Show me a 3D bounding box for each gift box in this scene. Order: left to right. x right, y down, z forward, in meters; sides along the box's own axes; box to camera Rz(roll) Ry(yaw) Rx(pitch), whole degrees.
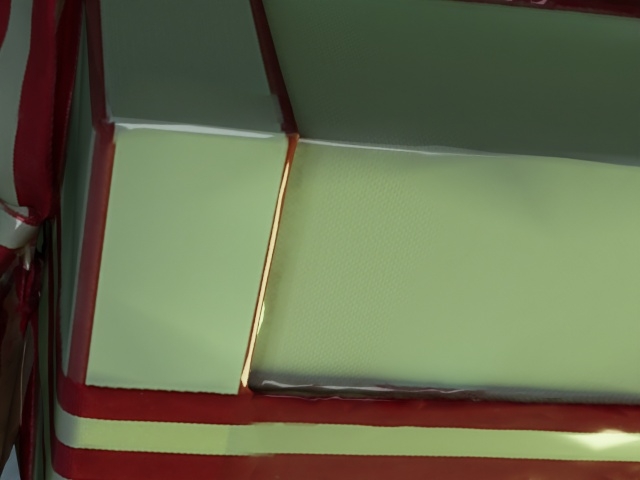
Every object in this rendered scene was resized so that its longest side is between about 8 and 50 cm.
[{"bbox_3d":[0.000,0.000,0.533,0.258,0.276,0.255,3,120,-14],"label":"gift box"}]
